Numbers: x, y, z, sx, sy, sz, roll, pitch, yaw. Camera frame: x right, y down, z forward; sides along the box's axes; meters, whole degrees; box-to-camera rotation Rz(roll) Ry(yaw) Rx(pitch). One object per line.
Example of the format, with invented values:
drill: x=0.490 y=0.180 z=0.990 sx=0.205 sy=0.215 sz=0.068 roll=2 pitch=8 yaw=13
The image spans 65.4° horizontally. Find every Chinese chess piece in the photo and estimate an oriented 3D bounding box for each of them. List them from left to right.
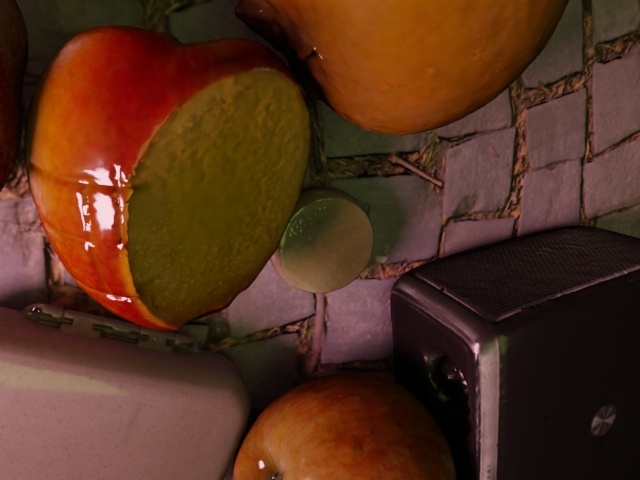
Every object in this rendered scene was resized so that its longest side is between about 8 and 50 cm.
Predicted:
Chinese chess piece: x=0.000 y=0.000 z=0.664 sx=0.144 sy=0.058 sz=0.144 roll=-6 pitch=109 yaw=-18

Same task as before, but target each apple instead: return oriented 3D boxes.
apple: x=0.012 y=0.309 z=0.636 sx=0.309 sy=0.277 sz=0.250 roll=-47 pitch=137 yaw=-6

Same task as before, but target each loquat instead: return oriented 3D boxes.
loquat: x=0.091 y=-0.279 z=0.453 sx=0.359 sy=0.328 sz=0.328 roll=-35 pitch=117 yaw=-2

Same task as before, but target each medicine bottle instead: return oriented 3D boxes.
medicine bottle: x=-0.281 y=0.227 z=0.580 sx=0.375 sy=0.123 sz=0.282 roll=21 pitch=98 yaw=-32

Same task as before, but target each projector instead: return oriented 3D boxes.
projector: x=0.334 y=0.205 z=0.768 sx=0.405 sy=0.242 sz=0.395 roll=-14 pitch=110 yaw=-19

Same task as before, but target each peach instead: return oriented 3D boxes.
peach: x=-0.140 y=-0.057 z=0.480 sx=0.249 sy=0.245 sz=0.274 roll=0 pitch=107 yaw=-30

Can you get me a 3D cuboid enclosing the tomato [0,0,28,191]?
tomato: x=-0.359 y=-0.118 z=0.352 sx=0.223 sy=0.270 sz=0.270 roll=21 pitch=100 yaw=-54
